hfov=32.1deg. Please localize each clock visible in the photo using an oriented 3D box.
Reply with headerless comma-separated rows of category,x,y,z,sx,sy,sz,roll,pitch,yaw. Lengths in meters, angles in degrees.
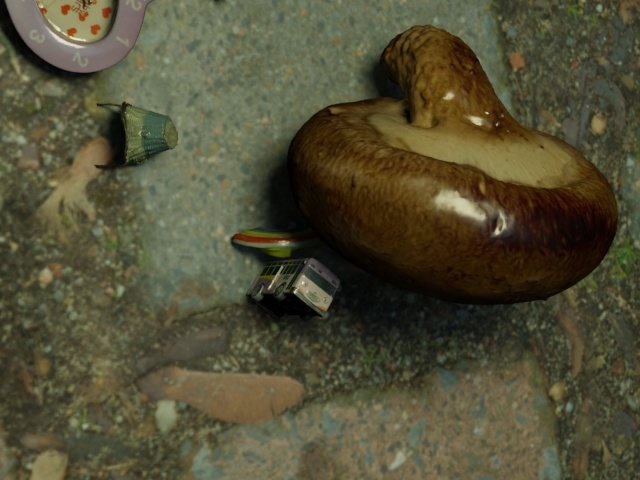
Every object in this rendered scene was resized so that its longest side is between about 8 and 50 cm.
clock,-0.230,-0.270,1.062,0.172,0.064,0.198,32,97,-22

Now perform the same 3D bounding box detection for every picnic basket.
picnic basket,-0.186,-0.107,1.105,0.083,0.083,0.065,-4,92,14

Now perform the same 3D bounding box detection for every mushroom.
mushroom,0.142,-0.051,1.157,0.345,0.345,0.239,-33,141,-27

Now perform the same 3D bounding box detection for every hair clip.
hair clip,0.000,0.000,1.208,0.188,0.060,0.033,1,105,-34

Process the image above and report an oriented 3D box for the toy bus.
toy bus,-0.026,0.050,1.164,0.052,0.102,0.058,40,67,-23
